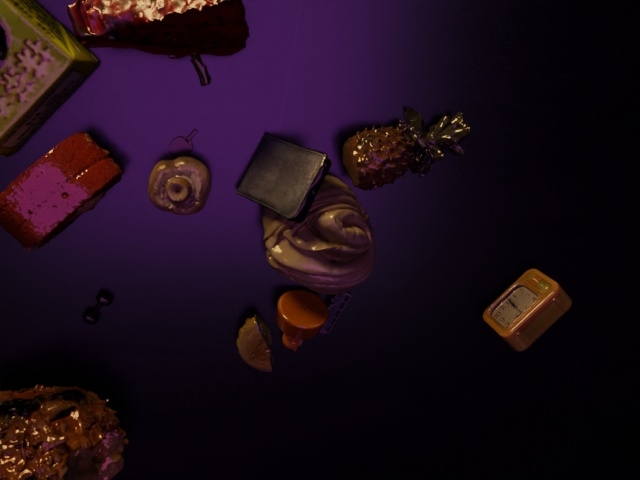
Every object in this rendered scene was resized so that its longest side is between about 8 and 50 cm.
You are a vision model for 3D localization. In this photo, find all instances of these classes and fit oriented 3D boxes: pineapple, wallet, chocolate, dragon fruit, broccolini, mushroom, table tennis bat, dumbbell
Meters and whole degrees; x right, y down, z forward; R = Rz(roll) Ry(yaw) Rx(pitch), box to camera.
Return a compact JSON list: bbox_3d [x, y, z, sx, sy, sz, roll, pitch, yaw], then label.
[{"bbox_3d":[0.208,-0.229,1.403,0.310,0.141,0.170,-18,84,-12],"label":"pineapple"},{"bbox_3d":[-0.086,-0.142,1.324,0.036,0.222,0.167,26,90,-50],"label":"wallet"},{"bbox_3d":[-0.668,-0.362,1.186,0.301,0.137,0.289,-45,109,5],"label":"chocolate"},{"bbox_3d":[-0.334,-0.501,1.172,0.330,0.228,0.285,-22,89,-3],"label":"dragon fruit"},{"bbox_3d":[-0.358,-0.421,1.274,0.123,0.062,0.271,-44,111,11],"label":"broccolini"},{"bbox_3d":[-0.320,-0.124,1.339,0.148,0.112,0.147,-1,110,-2],"label":"mushroom"},{"bbox_3d":[-0.316,-0.225,1.364,0.050,0.007,0.083,40,97,-19],"label":"table tennis bat"},{"bbox_3d":[-0.542,0.165,1.424,0.036,0.040,0.083,40,97,13],"label":"dumbbell"}]

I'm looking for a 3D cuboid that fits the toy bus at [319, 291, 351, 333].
[{"bbox_3d":[0.030,0.183,1.540,0.052,0.037,0.130,27,99,-22],"label":"toy bus"}]

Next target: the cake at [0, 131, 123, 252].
[{"bbox_3d":[-0.569,-0.100,1.265,0.283,0.177,0.150,-39,110,1],"label":"cake"}]

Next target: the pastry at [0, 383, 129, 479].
[{"bbox_3d":[-0.655,0.485,1.332,0.338,0.405,0.292,15,107,8],"label":"pastry"}]

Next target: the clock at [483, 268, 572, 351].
[{"bbox_3d":[0.554,0.185,1.582,0.202,0.143,0.096,-46,116,4],"label":"clock"}]

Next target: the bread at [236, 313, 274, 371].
[{"bbox_3d":[-0.167,0.271,1.504,0.095,0.083,0.157,-29,108,2],"label":"bread"}]

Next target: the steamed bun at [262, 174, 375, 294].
[{"bbox_3d":[0.003,0.000,1.389,0.276,0.203,0.288,-1,108,-9],"label":"steamed bun"}]

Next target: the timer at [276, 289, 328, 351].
[{"bbox_3d":[-0.061,0.223,1.506,0.132,0.132,0.152,9,129,-13],"label":"timer"}]
